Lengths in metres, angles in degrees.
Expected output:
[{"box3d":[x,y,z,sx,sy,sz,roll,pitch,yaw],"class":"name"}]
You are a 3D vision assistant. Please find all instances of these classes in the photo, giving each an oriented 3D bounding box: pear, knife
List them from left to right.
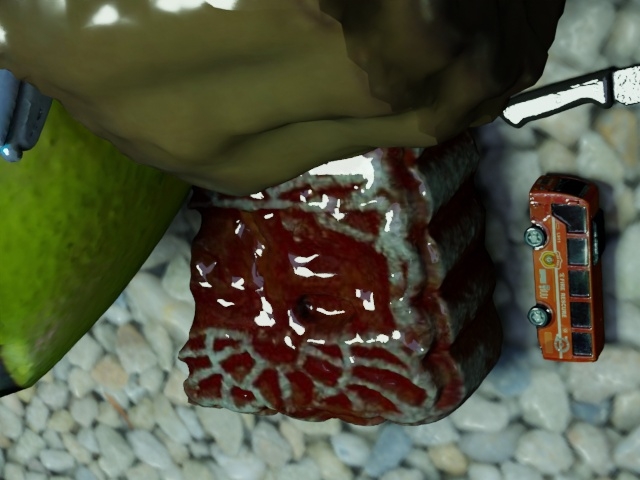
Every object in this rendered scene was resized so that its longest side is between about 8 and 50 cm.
[{"box3d":[-0.185,-0.119,0.760,0.399,0.165,0.399,57,161,33],"class":"pear"},{"box3d":[0.173,-0.086,0.723,0.170,0.010,0.023,-13,105,32],"class":"knife"}]

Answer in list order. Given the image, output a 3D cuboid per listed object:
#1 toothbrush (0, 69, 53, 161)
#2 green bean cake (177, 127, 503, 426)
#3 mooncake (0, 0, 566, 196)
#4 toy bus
[{"box3d":[-0.108,-0.224,0.635,0.042,0.035,0.414,-15,60,43],"class":"toothbrush"},{"box3d":[0.000,0.000,0.806,0.198,0.097,0.233,4,115,28],"class":"green bean cake"},{"box3d":[-0.009,-0.186,0.582,0.187,0.324,0.324,-6,109,31],"class":"mooncake"},{"box3d":[0.143,0.017,0.776,0.043,0.031,0.110,4,116,25],"class":"toy bus"}]
